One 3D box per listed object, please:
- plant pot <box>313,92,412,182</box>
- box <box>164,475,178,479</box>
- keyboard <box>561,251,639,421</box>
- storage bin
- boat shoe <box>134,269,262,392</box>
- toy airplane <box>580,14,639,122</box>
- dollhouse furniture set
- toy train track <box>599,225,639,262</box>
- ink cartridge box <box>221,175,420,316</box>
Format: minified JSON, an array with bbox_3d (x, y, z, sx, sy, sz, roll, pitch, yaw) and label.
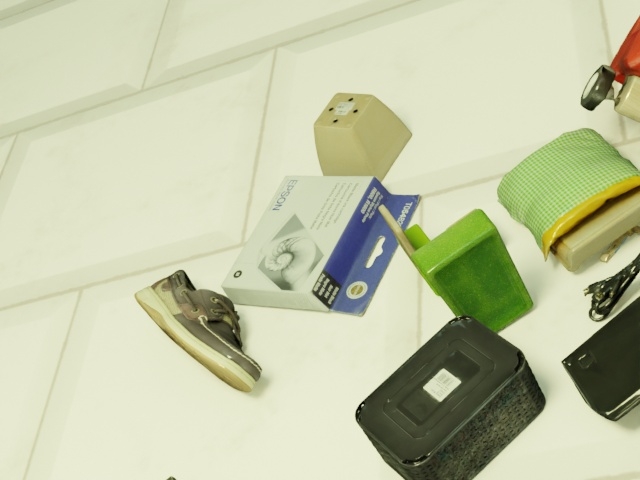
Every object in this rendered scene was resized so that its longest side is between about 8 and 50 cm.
[{"bbox_3d":[0.052,-0.158,1.647,0.109,0.096,0.109,10,55,39],"label":"plant pot"},{"bbox_3d":[-0.126,0.367,1.224,0.058,0.087,0.232,-38,41,-4],"label":"box"},{"bbox_3d":[0.393,0.052,1.201,0.317,0.033,0.201,-41,27,11],"label":"keyboard"},{"bbox_3d":[0.144,0.186,1.238,0.180,0.084,0.122,-42,40,-11],"label":"storage bin"},{"bbox_3d":[-0.156,0.110,1.501,0.092,0.103,0.285,-47,35,-10],"label":"boat shoe"},{"bbox_3d":[0.473,-0.294,1.287,0.384,0.386,0.272,10,67,39],"label":"toy airplane"},{"bbox_3d":[0.240,-0.053,1.355,0.301,0.151,0.197,-35,39,2],"label":"dollhouse furniture set"},{"bbox_3d":[0.365,-0.007,1.350,0.048,0.014,0.083,23,64,45],"label":"toy train track"},{"bbox_3d":[0.000,0.000,1.555,0.224,0.045,0.223,3,50,35],"label":"ink cartridge box"}]
